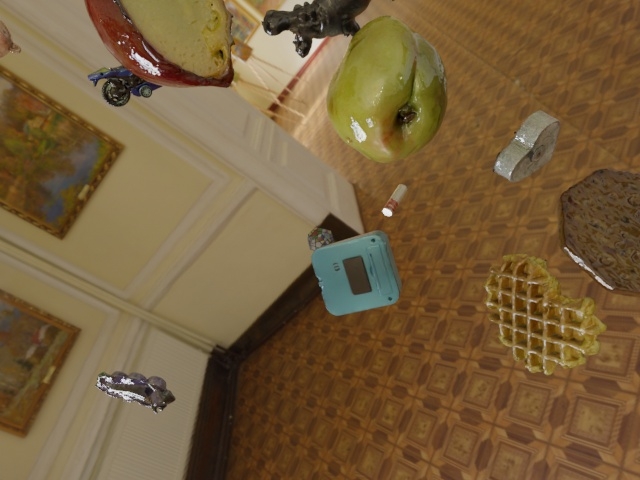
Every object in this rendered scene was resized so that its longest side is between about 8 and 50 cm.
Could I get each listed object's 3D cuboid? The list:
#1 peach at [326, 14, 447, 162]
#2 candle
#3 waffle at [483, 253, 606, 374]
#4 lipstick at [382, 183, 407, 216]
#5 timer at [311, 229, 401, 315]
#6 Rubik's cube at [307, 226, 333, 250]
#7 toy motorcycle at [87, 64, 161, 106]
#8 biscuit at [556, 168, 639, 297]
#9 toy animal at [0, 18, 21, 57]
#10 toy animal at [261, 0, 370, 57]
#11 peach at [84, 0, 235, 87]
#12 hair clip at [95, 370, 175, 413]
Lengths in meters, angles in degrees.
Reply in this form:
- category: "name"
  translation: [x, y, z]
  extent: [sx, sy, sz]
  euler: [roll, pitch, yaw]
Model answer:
- category: "peach"
  translation: [0.162, -0.353, 1.117]
  extent: [0.316, 0.281, 0.314]
  euler: [-112, 41, -62]
- category: "candle"
  translation: [0.558, -0.243, 1.239]
  extent: [0.068, 0.168, 0.192]
  euler: [50, 122, 33]
- category: "waffle"
  translation: [0.432, 0.136, 0.934]
  extent: [0.249, 0.056, 0.253]
  euler: [126, 132, -57]
- category: "lipstick"
  translation: [0.257, -0.139, 1.596]
  extent: [0.038, 0.038, 0.131]
  euler: [-20, 28, 53]
- category: "timer"
  translation: [0.115, 0.104, 1.485]
  extent: [0.249, 0.232, 0.091]
  euler: [-15, 8, 15]
- category: "Rubik's cube"
  translation: [0.000, 0.000, 1.841]
  extent: [0.111, 0.111, 0.093]
  euler: [-46, 8, 20]
- category: "toy motorcycle"
  translation: [-0.629, -0.584, 1.601]
  extent: [0.315, 0.169, 0.113]
  euler: [-31, 34, -15]
- category: "biscuit"
  translation: [0.727, -0.022, 1.078]
  extent: [0.046, 0.359, 0.359]
  euler: [88, -158, -62]
- category: "toy animal"
  translation: [-0.479, -0.283, 0.664]
  extent: [0.082, 0.114, 0.091]
  euler: [-22, 15, -28]
- category: "toy animal"
  translation: [0.031, -0.567, 1.154]
  extent: [0.343, 0.168, 0.106]
  euler: [-34, 43, 1]
- category: "peach"
  translation: [-0.336, -0.462, 0.987]
  extent: [0.201, 0.362, 0.258]
  euler: [-8, 36, 51]
- category: "hair clip"
  translation: [-0.367, 0.306, 0.917]
  extent: [0.195, 0.124, 0.052]
  euler: [-1, 39, 26]
